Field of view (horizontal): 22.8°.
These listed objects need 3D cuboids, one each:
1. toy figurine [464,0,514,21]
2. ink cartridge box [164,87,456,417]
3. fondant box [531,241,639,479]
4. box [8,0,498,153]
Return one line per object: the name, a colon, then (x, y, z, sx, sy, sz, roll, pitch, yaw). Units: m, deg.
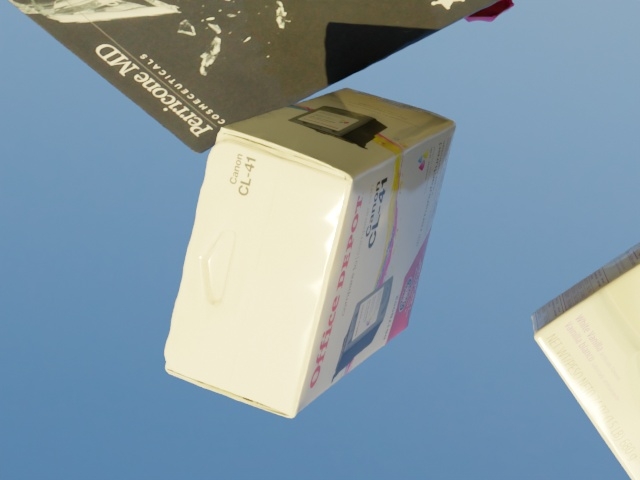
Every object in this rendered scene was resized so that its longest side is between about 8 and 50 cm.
toy figurine: (0.173, -0.322, 1.814, 0.173, 0.159, 0.130, -19, -137, 39)
ink cartridge box: (0.000, 0.000, 1.419, 0.131, 0.226, 0.306, 18, -162, 15)
fondant box: (0.389, 0.082, 1.420, 0.330, 0.238, 0.096, -35, -177, 9)
box: (-0.075, -0.392, 1.429, 0.471, 0.480, 0.297, -24, -133, 29)
